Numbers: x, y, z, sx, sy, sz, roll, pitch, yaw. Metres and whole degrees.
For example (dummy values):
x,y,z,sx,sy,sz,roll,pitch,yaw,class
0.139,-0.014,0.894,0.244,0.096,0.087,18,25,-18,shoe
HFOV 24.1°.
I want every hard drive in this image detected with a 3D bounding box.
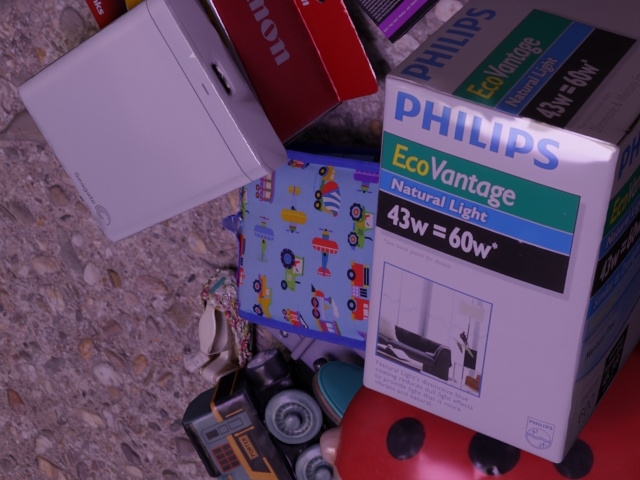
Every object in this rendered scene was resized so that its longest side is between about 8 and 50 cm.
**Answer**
x,y,z,sx,sy,sz,roll,pitch,yaw,class
-0.207,-0.140,1.764,0.353,0.047,0.233,-20,104,51,hard drive

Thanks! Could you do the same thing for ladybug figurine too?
x,y,z,sx,sy,sz,roll,pitch,yaw,class
0.222,0.205,1.608,0.449,0.305,0.162,-5,136,2,ladybug figurine

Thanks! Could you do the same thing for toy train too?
x,y,z,sx,sy,sz,roll,pitch,yaw,class
-0.043,0.308,2.016,0.190,0.142,0.334,-25,106,12,toy train

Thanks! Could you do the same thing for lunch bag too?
x,y,z,sx,sy,sz,roll,pitch,yaw,class
0.000,0.000,1.787,0.293,0.138,0.221,9,102,33,lunch bag

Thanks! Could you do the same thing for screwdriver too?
x,y,z,sx,sy,sz,roll,pitch,yaw,class
0.035,0.222,1.954,0.024,0.025,0.170,-11,120,39,screwdriver

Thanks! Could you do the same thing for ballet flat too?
x,y,z,sx,sy,sz,roll,pitch,yaw,class
0.106,0.254,1.871,0.280,0.095,0.096,30,143,16,ballet flat
-0.134,0.148,2.054,0.091,0.077,0.241,20,128,35,ballet flat

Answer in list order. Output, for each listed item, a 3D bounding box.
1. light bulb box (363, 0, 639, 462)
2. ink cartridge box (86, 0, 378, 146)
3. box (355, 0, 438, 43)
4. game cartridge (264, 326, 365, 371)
x,y,z,sx,sy,sz,roll,pitch,yaw,class
0.224,-0.049,1.485,0.225,0.358,0.361,20,128,22,light bulb box
-0.117,-0.258,1.731,0.272,0.130,0.309,-11,111,45,ink cartridge box
0.066,-0.313,1.653,0.162,0.029,0.116,48,134,-2,box
0.109,0.156,1.904,0.355,0.068,0.230,42,137,5,game cartridge
